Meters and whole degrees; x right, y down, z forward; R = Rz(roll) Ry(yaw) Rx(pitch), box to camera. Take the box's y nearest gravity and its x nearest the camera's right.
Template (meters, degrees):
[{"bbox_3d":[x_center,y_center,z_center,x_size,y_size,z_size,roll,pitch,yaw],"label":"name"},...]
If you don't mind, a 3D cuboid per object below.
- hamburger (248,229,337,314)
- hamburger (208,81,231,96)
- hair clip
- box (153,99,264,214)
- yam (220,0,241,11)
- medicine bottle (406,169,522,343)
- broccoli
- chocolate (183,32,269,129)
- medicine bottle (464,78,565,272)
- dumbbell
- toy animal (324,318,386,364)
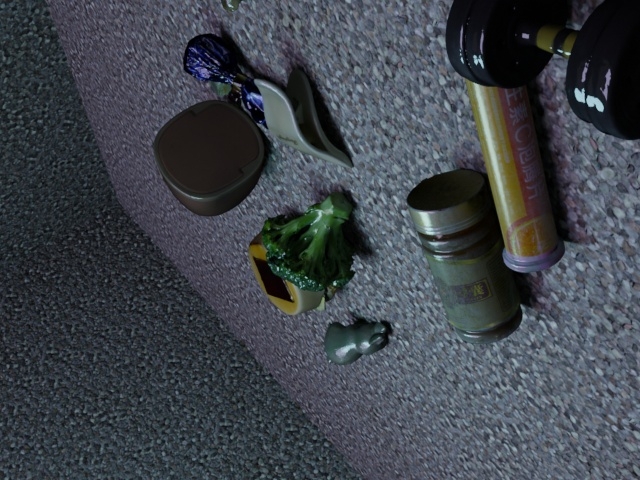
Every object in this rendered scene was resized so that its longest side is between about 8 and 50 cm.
[{"bbox_3d":[-0.078,0.072,2.578,0.302,0.170,0.302,43,151,30],"label":"hamburger"},{"bbox_3d":[-0.280,-0.445,2.412,0.084,0.054,0.121,51,167,8],"label":"hamburger"},{"bbox_3d":[-0.053,-0.274,2.070,0.172,0.113,0.282,27,146,53],"label":"hair clip"},{"bbox_3d":[-0.304,-0.216,2.498,0.301,0.301,0.216,51,167,14],"label":"box"},{"bbox_3d":[-0.231,-0.655,1.959,0.067,0.071,0.317,1,132,20],"label":"yam"},{"bbox_3d":[0.286,0.037,1.725,0.151,0.151,0.322,24,143,55],"label":"medicine bottle"},{"bbox_3d":[0.000,0.000,2.261,0.254,0.269,0.269,44,157,19],"label":"broccoli"},{"bbox_3d":[-0.193,-0.384,2.232,0.343,0.126,0.148,40,147,21],"label":"chocolate"},{"bbox_3d":[0.310,-0.146,1.459,0.108,0.108,0.426,28,146,52],"label":"medicine bottle"},{"bbox_3d":[0.321,-0.258,1.161,0.388,0.185,0.185,34,151,44],"label":"dumbbell"},{"bbox_3d":[0.122,0.289,2.544,0.251,0.125,0.127,-12,85,51],"label":"toy animal"}]
